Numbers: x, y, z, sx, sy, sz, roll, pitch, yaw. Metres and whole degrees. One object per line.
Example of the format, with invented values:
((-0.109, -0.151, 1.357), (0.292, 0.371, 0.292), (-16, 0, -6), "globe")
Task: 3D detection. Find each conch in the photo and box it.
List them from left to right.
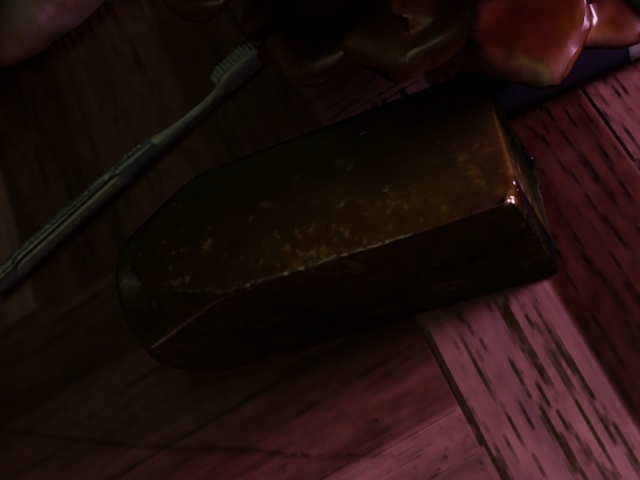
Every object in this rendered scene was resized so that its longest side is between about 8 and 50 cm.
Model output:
((-0.166, -0.197, 0.909), (0.104, 0.094, 0.176), (33, 106, 25), "conch")

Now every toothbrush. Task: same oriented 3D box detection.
((-0.120, -0.045, 0.809), (0.219, 0.016, 0.019), (-43, 49, -3), "toothbrush")

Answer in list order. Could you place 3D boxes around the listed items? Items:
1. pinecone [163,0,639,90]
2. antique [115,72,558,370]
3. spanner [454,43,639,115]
((0.053, -0.269, 0.621), (0.384, 0.384, 0.384), (-14, 55, 20), "pinecone")
((0.000, 0.000, 0.676), (0.221, 0.080, 0.081), (-18, 55, 16), "antique")
((0.216, -0.131, 0.685), (0.316, 0.024, 0.087), (-23, 57, 13), "spanner")
